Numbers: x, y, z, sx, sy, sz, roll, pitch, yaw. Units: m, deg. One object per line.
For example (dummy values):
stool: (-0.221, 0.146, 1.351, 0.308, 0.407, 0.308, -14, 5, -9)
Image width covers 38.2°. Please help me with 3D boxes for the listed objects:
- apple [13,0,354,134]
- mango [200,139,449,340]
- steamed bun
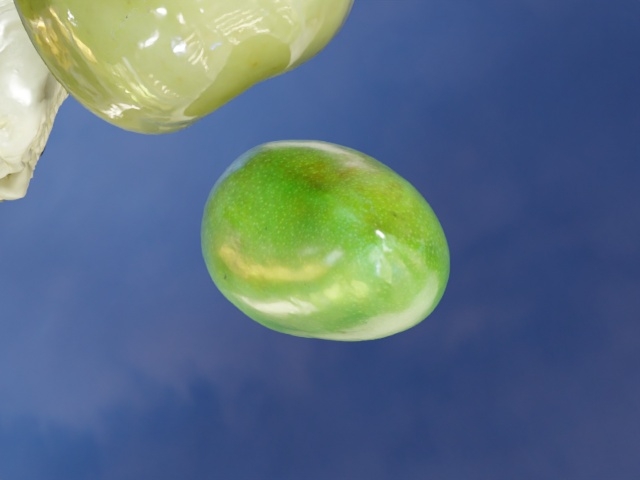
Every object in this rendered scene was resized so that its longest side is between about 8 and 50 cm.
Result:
apple: (-0.144, -0.290, 0.936, 0.357, 0.357, 0.357, -17, -128, 22)
mango: (0.000, 0.000, 0.948, 0.201, 0.225, 0.382, -37, -167, -17)
steamed bun: (-0.520, -0.247, 1.428, 0.394, 0.237, 0.347, -128, -120, -73)
